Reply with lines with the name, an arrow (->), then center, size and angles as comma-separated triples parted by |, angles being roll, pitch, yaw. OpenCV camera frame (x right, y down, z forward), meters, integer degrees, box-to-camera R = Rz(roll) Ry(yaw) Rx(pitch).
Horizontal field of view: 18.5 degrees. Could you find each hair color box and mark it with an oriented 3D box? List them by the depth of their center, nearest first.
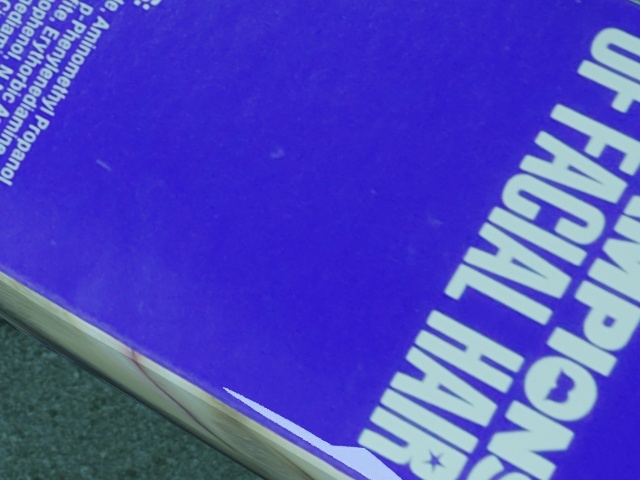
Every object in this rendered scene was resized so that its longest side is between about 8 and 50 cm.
hair color box -> 0.000, 0.000, 0.438 | 0.339, 0.110, 0.185 | 27, 170, 23
